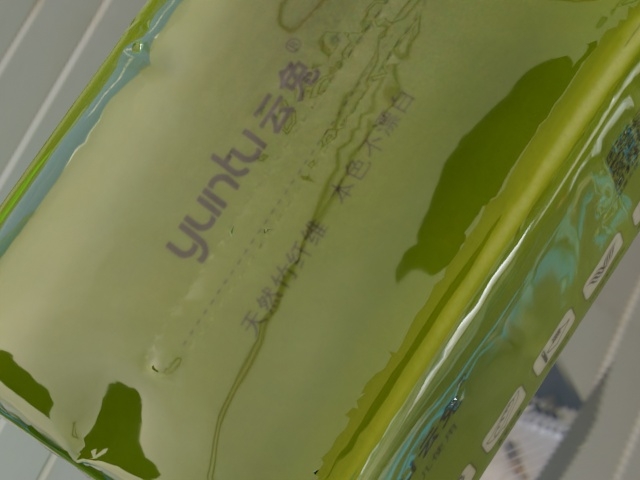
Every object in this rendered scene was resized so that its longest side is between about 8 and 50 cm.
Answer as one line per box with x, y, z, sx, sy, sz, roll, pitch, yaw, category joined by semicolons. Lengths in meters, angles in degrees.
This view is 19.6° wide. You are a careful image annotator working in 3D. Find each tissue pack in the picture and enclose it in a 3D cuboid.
0.000;0.000;0.778;0.200;0.167;0.275;30;-101;25;tissue pack
